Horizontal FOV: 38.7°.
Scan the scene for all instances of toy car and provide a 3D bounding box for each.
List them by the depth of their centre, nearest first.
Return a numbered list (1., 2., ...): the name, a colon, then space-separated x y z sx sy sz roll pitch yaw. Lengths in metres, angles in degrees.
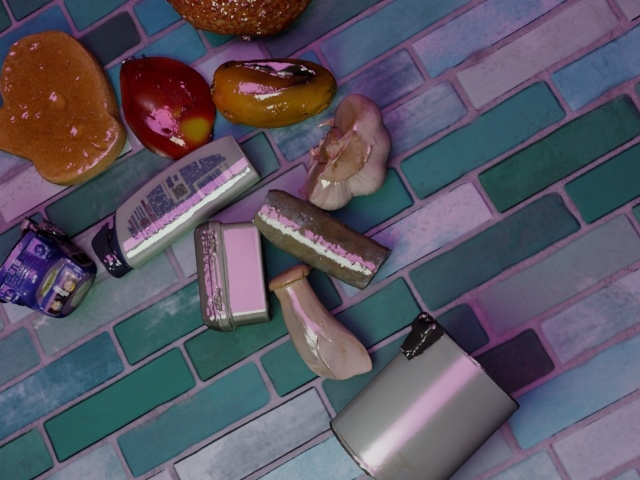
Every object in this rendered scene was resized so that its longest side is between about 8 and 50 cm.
1. toy car: -0.536 0.067 1.775 0.158 0.235 0.172 32 89 2

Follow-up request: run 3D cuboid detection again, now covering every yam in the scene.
1. yam: 0.000 0.000 1.717 0.259 0.106 0.106 29 87 3

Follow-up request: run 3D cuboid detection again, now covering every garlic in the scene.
1. garlic: 0.062 -0.161 1.741 0.142 0.178 0.230 19 104 -17

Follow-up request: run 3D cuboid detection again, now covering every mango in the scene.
1. mango: -0.091 -0.295 1.787 0.248 0.151 0.156 -5 39 3

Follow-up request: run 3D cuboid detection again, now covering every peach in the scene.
1. peach: -0.329 -0.291 1.872 0.279 0.068 0.189 44 89 15

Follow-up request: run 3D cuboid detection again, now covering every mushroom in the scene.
1. mushroom: -0.010 0.164 1.704 0.108 0.096 0.247 -37 85 31

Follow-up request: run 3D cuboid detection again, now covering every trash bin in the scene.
1. trash bin: 0.182 0.303 1.592 0.262 0.217 0.277 -45 111 1

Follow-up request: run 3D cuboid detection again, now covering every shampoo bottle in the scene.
1. shampoo bottle: -0.297 -0.074 1.823 0.359 0.078 0.134 -35 72 4

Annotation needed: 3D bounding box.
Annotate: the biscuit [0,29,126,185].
1. biscuit: -0.569 -0.268 1.919 0.287 0.057 0.344 -29 77 5

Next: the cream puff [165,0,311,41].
1. cream puff: -0.162 -0.567 1.782 0.350 0.228 0.351 0 88 -9

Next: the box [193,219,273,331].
1. box: -0.166 0.067 1.740 0.129 0.148 0.210 -6 79 0
